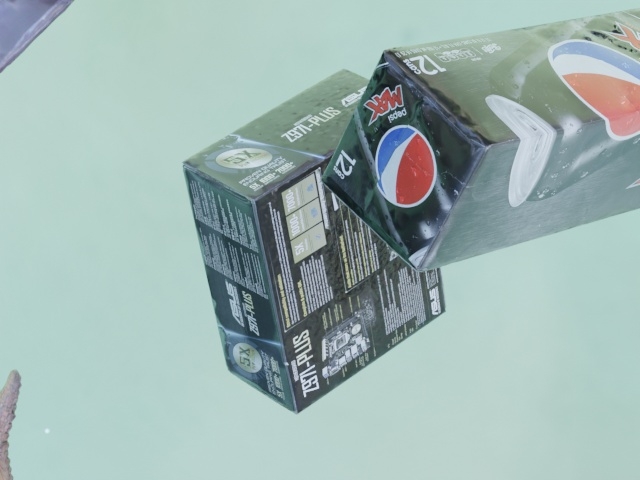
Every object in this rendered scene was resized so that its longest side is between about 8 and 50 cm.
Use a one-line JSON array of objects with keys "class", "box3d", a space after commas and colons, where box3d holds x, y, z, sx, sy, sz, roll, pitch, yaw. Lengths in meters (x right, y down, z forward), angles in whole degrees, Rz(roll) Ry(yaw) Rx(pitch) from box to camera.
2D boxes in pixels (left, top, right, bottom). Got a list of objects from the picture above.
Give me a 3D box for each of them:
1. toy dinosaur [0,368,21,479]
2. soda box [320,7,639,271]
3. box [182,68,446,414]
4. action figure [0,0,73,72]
[{"class": "toy dinosaur", "box3d": [-0.237, 0.209, 1.130, 0.200, 0.296, 0.127, 30, 124, 8]}, {"class": "soda box", "box3d": [0.083, -0.040, 0.650, 0.169, 0.060, 0.053, -15, 52, -44]}, {"class": "box", "box3d": [0.000, 0.000, 1.229, 0.147, 0.077, 0.180, -33, 131, -28]}, {"class": "action figure", "box3d": [-0.197, -0.172, 0.610, 0.099, 0.185, 0.285, -41, 104, 13]}]
